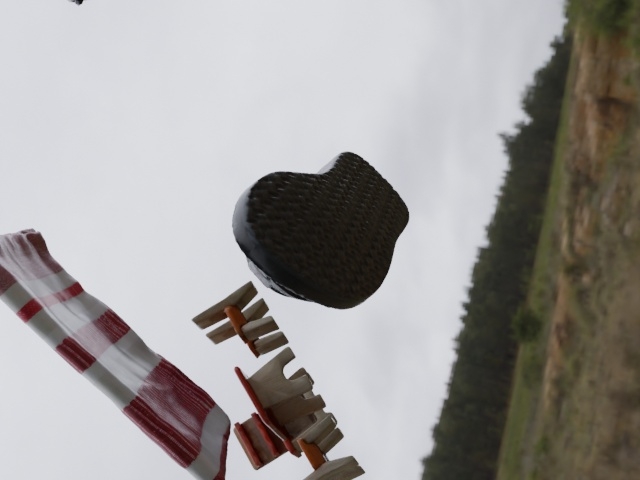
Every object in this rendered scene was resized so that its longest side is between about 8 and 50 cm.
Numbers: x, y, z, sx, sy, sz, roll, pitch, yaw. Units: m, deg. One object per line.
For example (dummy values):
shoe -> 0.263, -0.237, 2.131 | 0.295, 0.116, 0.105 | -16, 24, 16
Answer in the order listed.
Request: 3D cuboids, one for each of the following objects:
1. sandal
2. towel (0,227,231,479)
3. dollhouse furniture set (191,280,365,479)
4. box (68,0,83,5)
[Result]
sandal -> 0.002, 0.002, 1.195 | 0.107, 0.167, 0.446 | -43, -4, 19
towel -> -0.215, 0.109, 1.062 | 0.037, 0.329, 0.237 | -46, 4, 0
dollhouse furniture set -> -0.065, 0.223, 1.352 | 0.135, 0.262, 0.259 | -31, -21, -3
box -> -0.036, -0.159, 0.267 | 0.207, 0.108, 0.153 | -164, 64, -82
